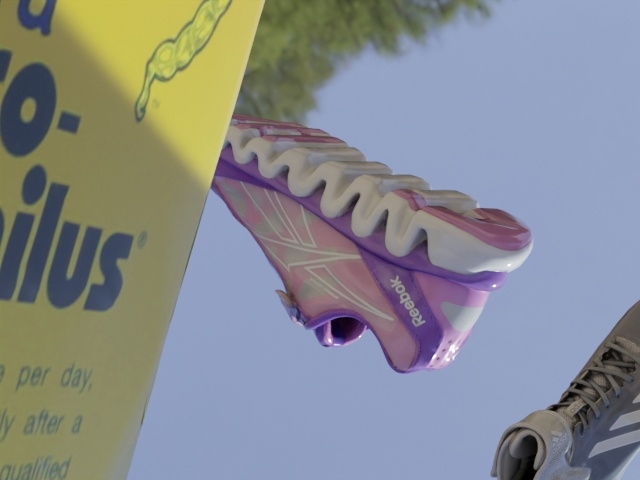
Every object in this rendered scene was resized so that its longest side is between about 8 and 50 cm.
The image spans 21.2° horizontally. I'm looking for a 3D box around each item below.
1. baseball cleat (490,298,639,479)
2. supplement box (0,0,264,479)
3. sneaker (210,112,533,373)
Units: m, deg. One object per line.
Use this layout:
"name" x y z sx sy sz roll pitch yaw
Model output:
"baseball cleat" 0.189 0.118 1.172 0.072 0.109 0.206 25 -93 40
"supplement box" -0.156 -0.001 0.349 0.194 0.356 0.195 17 -179 22
"sneaker" 0.000 0.000 0.937 0.236 0.104 0.095 28 -161 36
